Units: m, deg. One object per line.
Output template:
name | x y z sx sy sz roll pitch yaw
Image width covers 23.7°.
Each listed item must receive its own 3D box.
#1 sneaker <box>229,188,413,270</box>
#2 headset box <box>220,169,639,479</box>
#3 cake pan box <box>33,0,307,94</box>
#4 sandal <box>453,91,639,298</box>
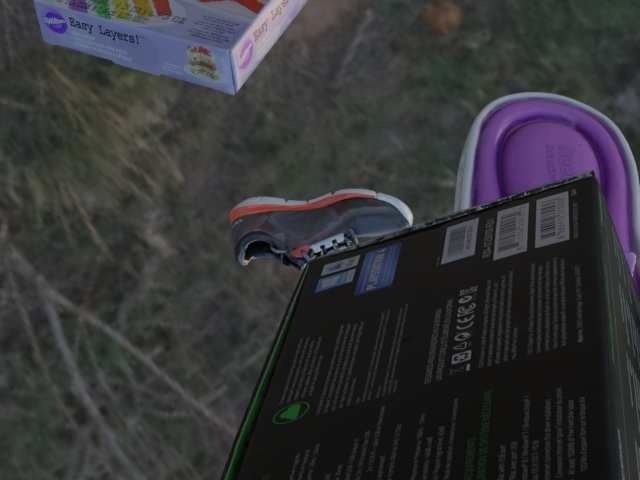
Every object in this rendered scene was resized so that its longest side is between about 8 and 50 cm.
sneaker | 0.000 0.000 1.279 0.157 0.065 0.061 -5 145 12
headset box | 0.086 0.158 0.557 0.131 0.246 0.283 -18 110 16
cake pan box | -0.152 -0.289 1.706 0.246 0.266 0.070 -54 151 -37
sandal | 0.153 0.037 0.941 0.169 0.416 0.102 -2 136 -6
